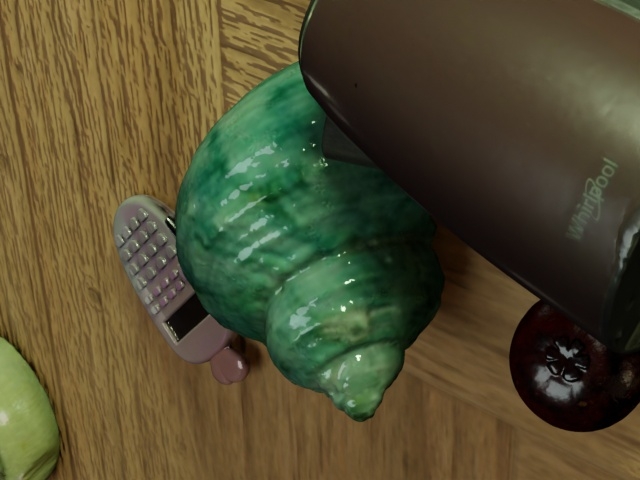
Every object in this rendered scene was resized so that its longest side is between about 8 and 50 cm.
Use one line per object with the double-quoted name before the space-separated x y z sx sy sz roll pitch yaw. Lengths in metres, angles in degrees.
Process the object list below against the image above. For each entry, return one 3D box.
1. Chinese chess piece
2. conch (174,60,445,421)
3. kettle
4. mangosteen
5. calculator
"Chinese chess piece" -0.338 0.172 1.356 0.188 0.083 0.188 26 133 32
"conch" 0.000 0.003 0.838 0.202 0.134 0.196 58 143 1
"kettle" 0.102 -0.085 0.676 0.232 0.144 0.202 36 117 29
"mangosteen" 0.148 0.067 0.778 0.081 0.081 0.081 26 132 33
"calculator" -0.105 0.038 1.064 0.166 0.024 0.103 56 141 5
